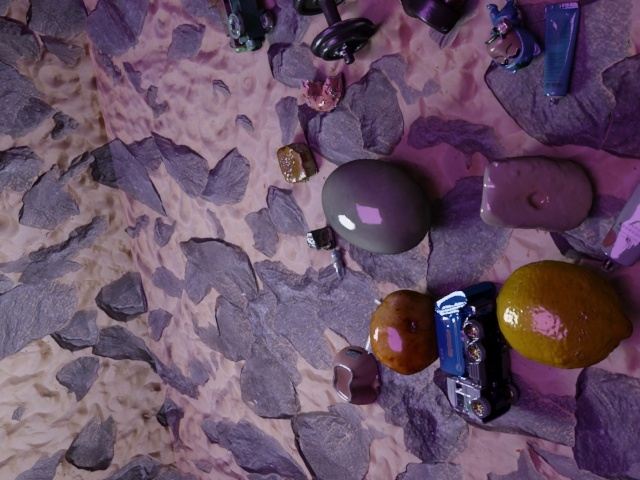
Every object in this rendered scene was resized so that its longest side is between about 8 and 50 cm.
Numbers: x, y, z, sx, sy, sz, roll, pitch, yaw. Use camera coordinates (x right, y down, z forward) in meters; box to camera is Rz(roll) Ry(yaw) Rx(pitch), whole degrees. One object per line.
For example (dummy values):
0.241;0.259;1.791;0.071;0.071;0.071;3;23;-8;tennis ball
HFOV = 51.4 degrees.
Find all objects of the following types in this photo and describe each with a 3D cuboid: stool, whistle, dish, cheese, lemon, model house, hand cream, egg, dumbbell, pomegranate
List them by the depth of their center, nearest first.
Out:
0.704;-0.065;1.424;0.124;0.078;0.340;44;128;31;hand cream
0.538;-0.422;1.511;0.083;0.048;0.224;14;107;45;hand cream
0.555;0.172;1.540;0.320;0.245;0.245;15;114;40;lemon
0.506;-0.115;1.578;0.248;0.251;0.173;6;97;10;cheese
0.283;-0.603;1.683;0.121;0.125;0.217;-57;40;22;stool
0.036;-0.636;1.891;0.192;0.192;0.289;-27;82;50;dumbbell
0.154;-0.097;1.893;0.352;0.259;0.258;37;128;36;egg
0.253;0.265;1.933;0.248;0.248;0.248;20;117;44;pomegranate
0.186;0.289;2.155;0.087;0.054;0.186;31;118;34;hand cream
0.057;0.074;2.235;0.035;0.035;0.100;-1;104;49;whistle
0.000;0.000;2.236;0.066;0.083;0.078;2;104;47;model house
0.106;0.470;2.273;0.213;0.091;0.213;19;117;45;dish

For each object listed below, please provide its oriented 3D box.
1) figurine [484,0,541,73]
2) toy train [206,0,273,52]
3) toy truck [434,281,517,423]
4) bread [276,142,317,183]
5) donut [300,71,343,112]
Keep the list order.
0.426;-0.480;1.543;0.114;0.145;0.178;-26;71;46;figurine
-0.280;-0.778;2.252;0.222;0.150;0.304;-6;100;60;toy train
0.424;0.299;1.812;0.175;0.146;0.366;6;105;55;toy truck
-0.078;-0.262;2.245;0.128;0.069;0.140;-20;89;49;bread
0.006;-0.456;2.085;0.166;0.065;0.116;-4;99;51;donut
